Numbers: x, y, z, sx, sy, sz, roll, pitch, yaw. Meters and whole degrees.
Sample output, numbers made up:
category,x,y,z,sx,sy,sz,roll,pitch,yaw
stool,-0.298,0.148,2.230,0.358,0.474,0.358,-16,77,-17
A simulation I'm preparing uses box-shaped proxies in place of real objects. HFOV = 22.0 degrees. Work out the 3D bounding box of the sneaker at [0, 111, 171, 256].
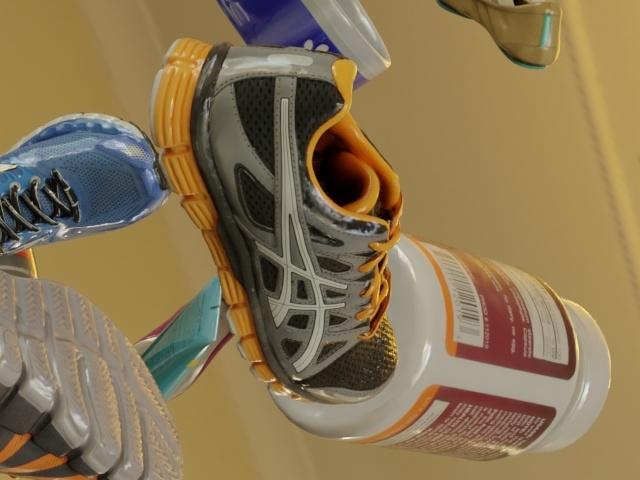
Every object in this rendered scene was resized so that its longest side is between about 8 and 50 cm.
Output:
category,x,y,z,sx,sy,sz,roll,pitch,yaw
sneaker,-0.296,-0.024,1.555,0.330,0.147,0.129,-12,-62,19

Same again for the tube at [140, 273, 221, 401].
category,x,y,z,sx,sy,sz,roll,pitch,yaw
tube,-0.143,0.110,1.597,0.207,0.052,0.080,-48,-144,47

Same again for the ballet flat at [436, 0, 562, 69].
category,x,y,z,sx,sy,sz,roll,pitch,yaw
ballet flat,0.181,-0.242,1.640,0.232,0.080,0.073,-129,-135,-55

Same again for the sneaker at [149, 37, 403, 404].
category,x,y,z,sx,sy,sz,roll,pitch,yaw
sneaker,0.000,0.000,0.722,0.083,0.084,0.215,-5,-42,21

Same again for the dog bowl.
category,x,y,z,sx,sy,sz,roll,pitch,yaw
dog bowl,-0.037,-0.273,1.814,0.265,0.104,0.265,53,11,-15

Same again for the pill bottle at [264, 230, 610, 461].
category,x,y,z,sx,sy,sz,roll,pitch,yaw
pill bottle,0.136,0.120,1.765,0.224,0.392,0.224,-11,-107,37

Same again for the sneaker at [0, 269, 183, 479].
category,x,y,z,sx,sy,sz,roll,pitch,yaw
sneaker,-0.234,0.100,1.005,0.321,0.180,0.124,41,25,-42

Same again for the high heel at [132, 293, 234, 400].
category,x,y,z,sx,sy,sz,roll,pitch,yaw
high heel,-0.155,0.111,1.944,0.082,0.244,0.117,44,8,-4

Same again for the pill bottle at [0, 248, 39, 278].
category,x,y,z,sx,sy,sz,roll,pitch,yaw
pill bottle,-0.430,0.069,2.059,0.161,0.161,0.283,121,-41,-55
